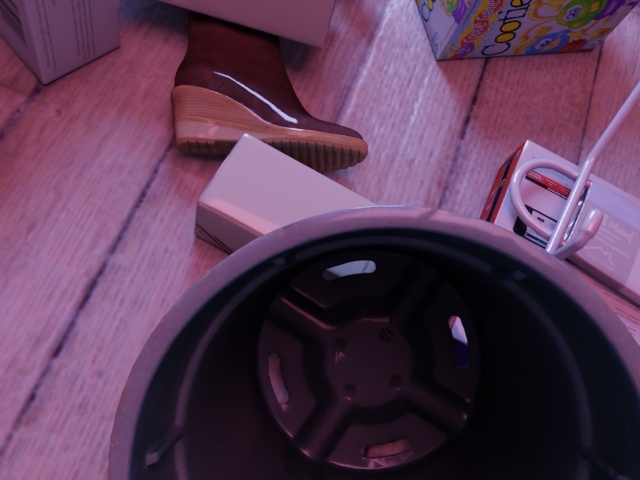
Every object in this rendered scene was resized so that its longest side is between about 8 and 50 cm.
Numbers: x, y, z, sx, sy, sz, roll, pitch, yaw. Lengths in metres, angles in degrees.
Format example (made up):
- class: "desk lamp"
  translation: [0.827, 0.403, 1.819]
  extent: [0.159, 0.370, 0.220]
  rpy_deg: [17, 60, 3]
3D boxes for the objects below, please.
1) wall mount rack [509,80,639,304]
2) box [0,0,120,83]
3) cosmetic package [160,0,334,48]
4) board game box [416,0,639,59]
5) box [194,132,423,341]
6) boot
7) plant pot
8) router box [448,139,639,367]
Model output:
- class: "wall mount rack"
  translation: [0.415, -0.043, 0.806]
  extent: [0.350, 0.130, 0.304]
  rpy_deg: [32, 64, 1]
- class: "box"
  translation: [-0.336, -0.320, 0.809]
  extent: [0.119, 0.181, 0.182]
  rpy_deg: [-37, 79, -25]
- class: "cosmetic package"
  translation: [-0.113, -0.370, 0.873]
  extent: [0.296, 0.129, 0.153]
  rpy_deg: [15, 44, -5]
- class: "board game box"
  translation: [0.297, -0.366, 1.004]
  extent: [0.275, 0.144, 0.142]
  rpy_deg: [-8, 70, -16]
- class: "box"
  translation: [0.000, 0.000, 0.800]
  extent: [0.275, 0.094, 0.113]
  rpy_deg: [30, 64, 1]
- class: "boot"
  translation: [-0.058, -0.198, 0.873]
  extent: [0.249, 0.090, 0.206]
  rpy_deg: [6, 68, -7]
- class: "plant pot"
  translation: [0.045, 0.140, 0.578]
  extent: [0.341, 0.334, 0.341]
  rpy_deg: [0, 93, 1]
- class: "router box"
  translation: [0.338, 0.079, 0.854]
  extent: [0.336, 0.082, 0.301]
  rpy_deg: [29, 64, 0]
